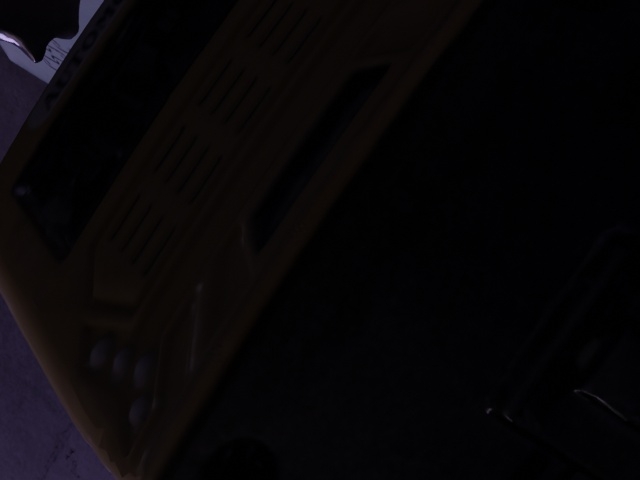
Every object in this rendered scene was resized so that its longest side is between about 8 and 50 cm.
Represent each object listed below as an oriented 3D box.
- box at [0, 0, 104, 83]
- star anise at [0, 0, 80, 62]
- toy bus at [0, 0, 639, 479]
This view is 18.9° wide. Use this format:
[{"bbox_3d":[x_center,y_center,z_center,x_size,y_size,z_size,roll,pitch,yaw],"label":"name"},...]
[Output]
[{"bbox_3d":[-0.089,-0.109,0.866,0.270,0.045,0.211,30,159,41],"label":"box"},{"bbox_3d":[-0.204,-0.174,0.630,0.316,0.139,0.359,23,167,-17],"label":"star anise"},{"bbox_3d":[0.099,0.046,0.526,0.365,0.177,0.202,35,-179,-34],"label":"toy bus"}]
